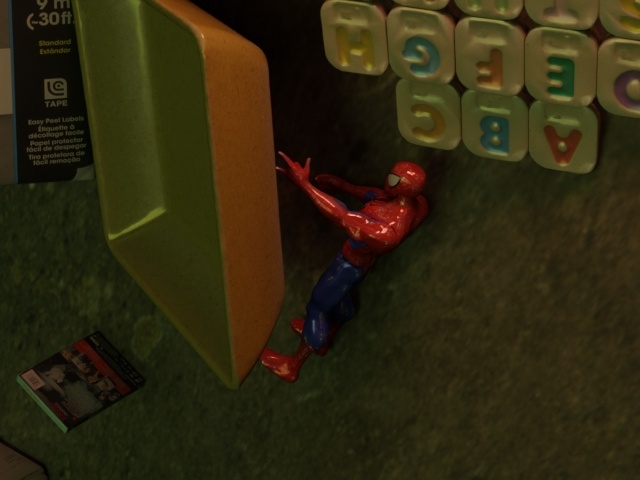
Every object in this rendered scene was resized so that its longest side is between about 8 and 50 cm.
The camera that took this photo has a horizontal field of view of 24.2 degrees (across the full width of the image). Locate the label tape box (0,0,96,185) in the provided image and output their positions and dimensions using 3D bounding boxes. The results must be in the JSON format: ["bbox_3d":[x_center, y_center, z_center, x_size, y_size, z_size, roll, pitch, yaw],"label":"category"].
[{"bbox_3d":[-0.346,-0.217,1.453,0.106,0.241,0.333,-118,28,-54],"label":"label tape box"}]

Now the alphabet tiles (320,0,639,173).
[{"bbox_3d":[0.130,-0.172,1.135,0.284,0.021,0.278,12,133,20],"label":"alphabet tiles"}]

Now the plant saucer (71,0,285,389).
[{"bbox_3d":[-0.123,-0.084,1.344,0.333,0.081,0.332,41,141,53],"label":"plant saucer"}]

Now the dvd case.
[{"bbox_3d":[-0.267,0.157,1.667,0.087,0.119,0.013,43,134,16],"label":"dvd case"}]

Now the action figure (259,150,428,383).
[{"bbox_3d":[0.000,0.000,1.360,0.139,0.091,0.280,43,134,5],"label":"action figure"}]

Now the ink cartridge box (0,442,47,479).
[{"bbox_3d":[-0.461,0.337,1.957,0.219,0.093,0.160,22,125,34],"label":"ink cartridge box"}]
